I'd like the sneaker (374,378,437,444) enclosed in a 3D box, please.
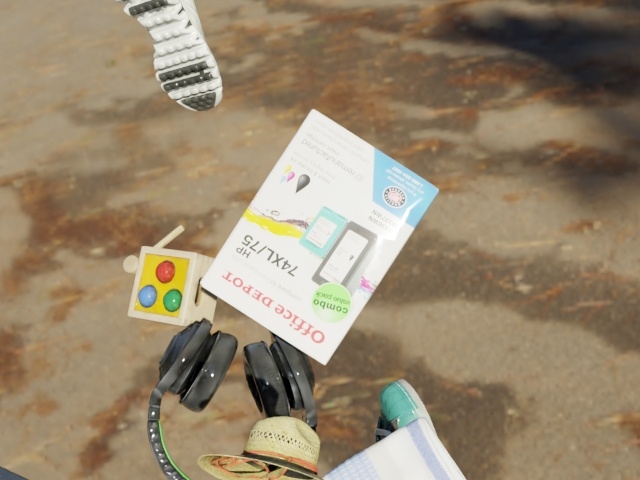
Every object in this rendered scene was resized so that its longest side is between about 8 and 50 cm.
[{"bbox_3d":[0.113,0.359,1.677,0.121,0.302,0.108,-10,-4,-17],"label":"sneaker"}]

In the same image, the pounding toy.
[{"bbox_3d":[-0.283,0.053,2.019,0.206,0.181,0.094,6,-8,33],"label":"pounding toy"}]

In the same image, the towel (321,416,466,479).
[{"bbox_3d":[0.049,0.343,1.235,0.285,0.034,0.209,-32,64,0],"label":"towel"}]

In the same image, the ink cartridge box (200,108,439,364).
[{"bbox_3d":[0.000,0.000,1.534,0.198,0.270,0.197,32,-1,2],"label":"ink cartridge box"}]

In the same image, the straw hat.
[{"bbox_3d":[-0.035,0.194,1.050,0.145,0.144,0.061,2,61,27],"label":"straw hat"}]

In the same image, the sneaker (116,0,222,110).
[{"bbox_3d":[-0.227,-0.340,1.843,0.110,0.292,0.118,-8,40,19],"label":"sneaker"}]

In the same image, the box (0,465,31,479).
[{"bbox_3d":[-0.505,0.461,1.522,0.396,0.293,0.212,19,25,18],"label":"box"}]

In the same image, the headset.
[{"bbox_3d":[-0.124,0.192,1.698,0.244,0.394,0.185,10,-7,-9],"label":"headset"}]
